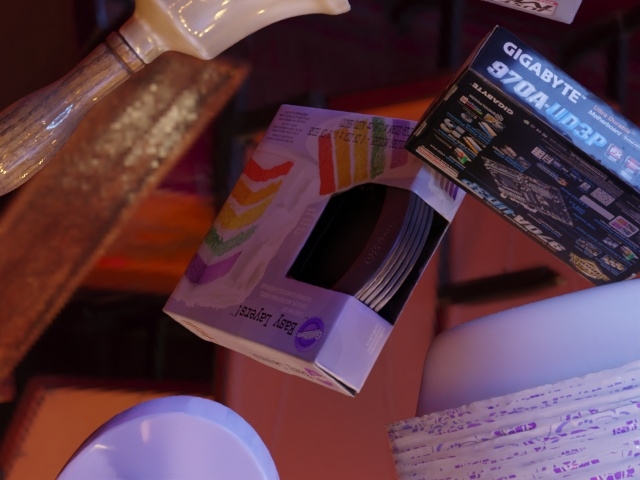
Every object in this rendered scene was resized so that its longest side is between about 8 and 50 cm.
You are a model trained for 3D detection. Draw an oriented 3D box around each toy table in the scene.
[{"bbox_3d":[-0.132,0.255,1.014,0.252,0.274,0.161,12,-156,4],"label":"toy table"}]

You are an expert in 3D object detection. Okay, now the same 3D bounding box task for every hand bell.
[{"bbox_3d":[-0.114,-0.097,0.848,0.242,0.126,0.126,-41,163,2],"label":"hand bell"}]

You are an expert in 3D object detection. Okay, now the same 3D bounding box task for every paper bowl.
[{"bbox_3d":[0.187,0.117,1.122,0.284,0.148,0.284,-14,173,-2],"label":"paper bowl"}]

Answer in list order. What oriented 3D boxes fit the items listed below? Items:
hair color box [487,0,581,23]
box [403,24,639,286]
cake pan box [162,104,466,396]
[{"bbox_3d":[0.153,-0.281,0.981,0.114,0.185,0.374,16,176,4],"label":"hair color box"},{"bbox_3d":[0.189,-0.058,1.226,0.220,0.051,0.175,36,159,-1],"label":"box"},{"bbox_3d":[0.000,0.000,1.402,0.070,0.245,0.267,35,168,-36],"label":"cake pan box"}]
